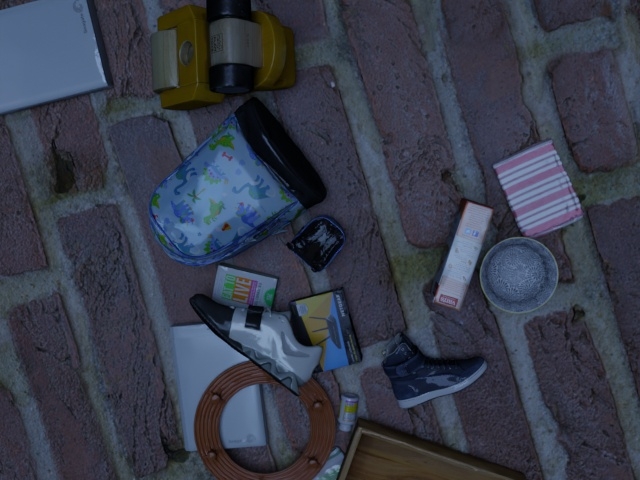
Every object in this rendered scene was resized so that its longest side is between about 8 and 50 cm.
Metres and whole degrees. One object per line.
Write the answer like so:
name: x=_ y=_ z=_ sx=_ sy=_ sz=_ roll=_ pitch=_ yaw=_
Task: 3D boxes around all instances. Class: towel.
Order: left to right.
towel: x=0.038 y=0.587 z=1.736 sx=0.113 sy=0.023 sz=0.152 roll=-33 pitch=91 yaw=9
towel: x=0.488 y=-0.113 z=1.620 sx=0.144 sy=0.029 sz=0.197 roll=-23 pitch=90 yaw=8

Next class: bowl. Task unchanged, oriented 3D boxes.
bowl: x=0.438 y=0.072 z=1.614 sx=0.170 sy=0.080 sz=0.170 roll=1 pitch=96 yaw=6

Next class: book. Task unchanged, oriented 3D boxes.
book: x=-0.179 y=0.117 z=1.714 sx=0.144 sy=0.035 sz=0.096 roll=13 pitch=101 yaw=4

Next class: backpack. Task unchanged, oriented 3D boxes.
backpack: x=-0.213 y=-0.099 z=1.604 sx=0.355 sy=0.273 sz=0.290 roll=-33 pitch=97 yaw=20
backpack: x=0.000 y=0.000 z=1.653 sx=0.105 sy=0.084 sz=0.114 roll=42 pitch=103 yaw=0

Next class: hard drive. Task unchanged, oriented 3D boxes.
hard drive: x=-0.688 y=-0.437 z=1.708 sx=0.353 sy=0.047 sz=0.233 roll=-12 pitch=94 yaw=7
hard drive: x=-0.244 y=0.347 z=1.736 sx=0.203 sy=0.040 sz=0.307 roll=-6 pitch=94 yaw=7

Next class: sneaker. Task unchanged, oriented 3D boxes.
sneaker: x=-0.142 y=0.200 z=1.647 sx=0.330 sy=0.122 sz=0.146 roll=36 pitch=77 yaw=3
sneaker: x=0.252 y=0.272 z=1.644 sx=0.226 sy=0.086 sz=0.163 roll=-24 pitch=99 yaw=8

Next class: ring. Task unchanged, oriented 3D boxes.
ring: x=-0.132 y=0.447 z=1.699 sx=0.337 sy=0.032 sz=0.336 roll=0 pitch=94 yaw=-1

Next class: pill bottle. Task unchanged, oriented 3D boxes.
pill bottle: x=0.064 y=0.407 z=1.705 sx=0.043 sy=0.043 sz=0.083 roll=9 pitch=97 yaw=5

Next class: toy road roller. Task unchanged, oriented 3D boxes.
toy road roller: x=-0.203 y=-0.404 z=1.606 sx=0.330 sy=0.241 sz=0.202 roll=-1 pitch=92 yaw=43

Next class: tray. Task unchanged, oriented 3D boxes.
tray: x=0.250 y=0.578 z=1.677 sx=0.411 sy=0.076 sz=0.202 roll=19 pitch=97 yaw=2

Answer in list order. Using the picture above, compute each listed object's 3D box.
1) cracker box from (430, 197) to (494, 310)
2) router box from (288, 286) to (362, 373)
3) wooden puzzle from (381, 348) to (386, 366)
cracker box: x=0.308 y=0.026 z=1.586 sx=0.067 sy=0.156 sz=0.232 roll=17 pitch=97 yaw=5
router box: x=0.012 y=0.212 z=1.691 sx=0.133 sy=0.046 sz=0.179 roll=-16 pitch=93 yaw=8
wooden puzzle: x=0.177 y=0.272 z=1.699 sx=0.083 sy=0.006 sz=0.049 roll=-33 pitch=91 yaw=8
